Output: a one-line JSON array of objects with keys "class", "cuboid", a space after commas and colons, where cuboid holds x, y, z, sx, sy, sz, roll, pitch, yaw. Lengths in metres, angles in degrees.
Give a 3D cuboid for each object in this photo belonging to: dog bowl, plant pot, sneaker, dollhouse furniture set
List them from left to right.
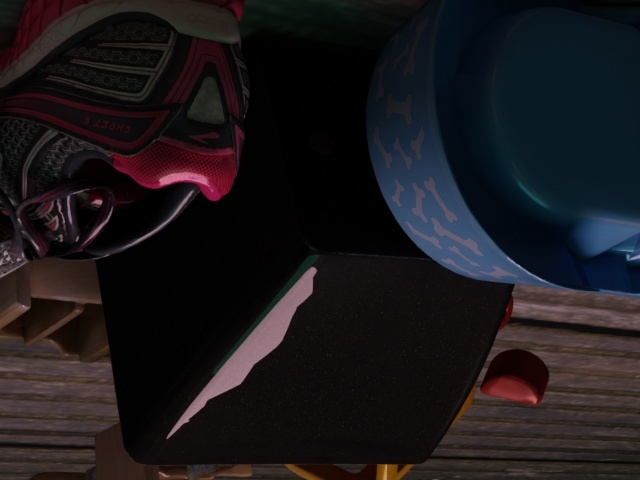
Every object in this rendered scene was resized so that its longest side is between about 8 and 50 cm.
[{"class": "sneaker", "cuboid": [-0.139, -0.034, 0.730, 0.121, 0.112, 0.299, 6, 157, -32]}, {"class": "dollhouse furniture set", "cuboid": [-0.154, 0.142, 1.020, 0.161, 0.242, 0.212, 8, 155, -35]}, {"class": "plant pot", "cuboid": [0.000, 0.000, 0.789, 0.188, 0.187, 0.167, 5, 145, -30]}, {"class": "dog bowl", "cuboid": [0.149, -0.047, 0.730, 0.297, 0.166, 0.074, 7, 167, -34]}]

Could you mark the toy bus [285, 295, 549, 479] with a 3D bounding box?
[{"class": "toy bus", "cuboid": [0.052, 0.083, 0.971, 0.202, 0.191, 0.104, -4, 121, -10]}]
